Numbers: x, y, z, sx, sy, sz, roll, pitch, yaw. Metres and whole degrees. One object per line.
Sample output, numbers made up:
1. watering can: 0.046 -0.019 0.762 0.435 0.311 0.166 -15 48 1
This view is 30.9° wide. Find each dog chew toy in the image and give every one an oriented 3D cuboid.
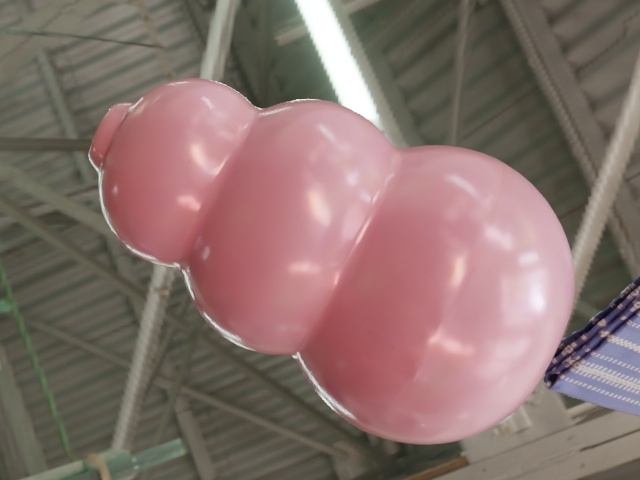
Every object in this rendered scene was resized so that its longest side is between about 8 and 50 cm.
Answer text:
1. dog chew toy: 0.000 0.000 0.790 0.331 0.206 0.207 26 -71 -3

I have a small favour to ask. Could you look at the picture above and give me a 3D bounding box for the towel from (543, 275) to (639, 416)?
1. towel: 0.357 0.029 0.932 0.336 0.243 0.040 -47 -136 27
